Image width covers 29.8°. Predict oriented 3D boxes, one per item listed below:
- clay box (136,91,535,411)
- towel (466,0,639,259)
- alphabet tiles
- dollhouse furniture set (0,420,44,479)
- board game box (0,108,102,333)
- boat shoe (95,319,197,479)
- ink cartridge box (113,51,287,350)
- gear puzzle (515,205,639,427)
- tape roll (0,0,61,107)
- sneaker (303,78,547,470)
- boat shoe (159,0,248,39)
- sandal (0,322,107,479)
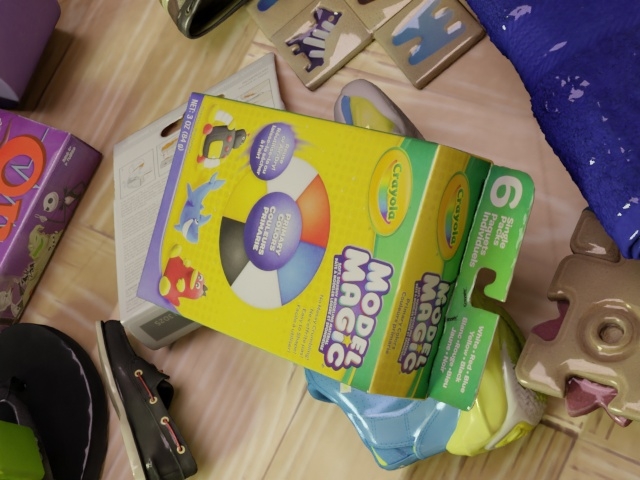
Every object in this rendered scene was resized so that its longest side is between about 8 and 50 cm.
[{"bbox_3d":[0.000,0.000,0.640,0.222,0.053,0.127,16,92,44],"label":"clay box"},{"bbox_3d":[0.199,-0.141,0.657,0.228,0.076,0.308,-24,55,0],"label":"towel"},{"bbox_3d":[0.082,-0.266,0.832,0.342,0.011,0.285,-39,56,8],"label":"alphabet tiles"},{"bbox_3d":[-0.230,0.270,0.653,0.198,0.151,0.301,-28,69,18],"label":"dollhouse furniture set"},{"bbox_3d":[-0.320,0.055,0.891,0.208,0.056,0.346,20,79,29],"label":"board game box"},{"bbox_3d":[-0.113,0.101,0.763,0.042,0.049,0.133,-19,50,-12],"label":"boat shoe"},{"bbox_3d":[-0.071,-0.029,0.807,0.145,0.045,0.179,-29,40,16],"label":"ink cartridge box"},{"bbox_3d":[0.278,0.048,0.574,0.339,0.044,0.175,15,64,28],"label":"gear puzzle"},{"bbox_3d":[-0.295,-0.176,0.889,0.189,0.189,0.080,16,77,32],"label":"tape roll"},{"bbox_3d":[0.028,0.022,0.690,0.126,0.091,0.240,-31,59,15],"label":"sneaker"},{"bbox_3d":[-0.045,-0.197,0.836,0.152,0.056,0.049,-39,61,20],"label":"boat shoe"},{"bbox_3d":[-0.193,0.169,0.766,0.097,0.054,0.254,-11,64,24],"label":"sandal"}]
